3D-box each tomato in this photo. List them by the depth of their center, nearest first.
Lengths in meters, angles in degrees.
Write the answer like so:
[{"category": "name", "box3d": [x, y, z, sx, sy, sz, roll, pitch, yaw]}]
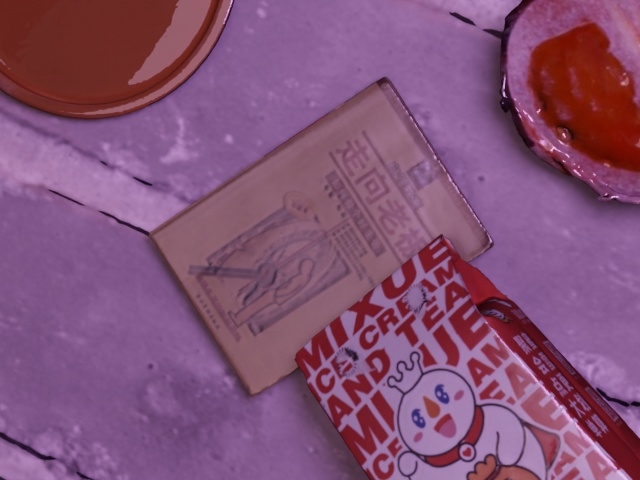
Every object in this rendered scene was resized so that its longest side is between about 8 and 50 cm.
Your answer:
[{"category": "tomato", "box3d": [0.254, -0.137, 1.298, 0.228, 0.112, 0.199, -25, 99, 31]}]

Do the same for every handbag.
[{"category": "handbag", "box3d": [0.121, 0.153, 1.314, 0.171, 0.151, 0.298, -45, 81, 13]}]

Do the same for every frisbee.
[{"category": "frisbee", "box3d": [-0.186, -0.223, 1.420, 0.251, 0.021, 0.251, 0, 91, 11]}]

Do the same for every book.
[{"category": "book", "box3d": [0.000, 0.000, 1.391, 0.231, 0.026, 0.161, -33, 86, 9]}]
